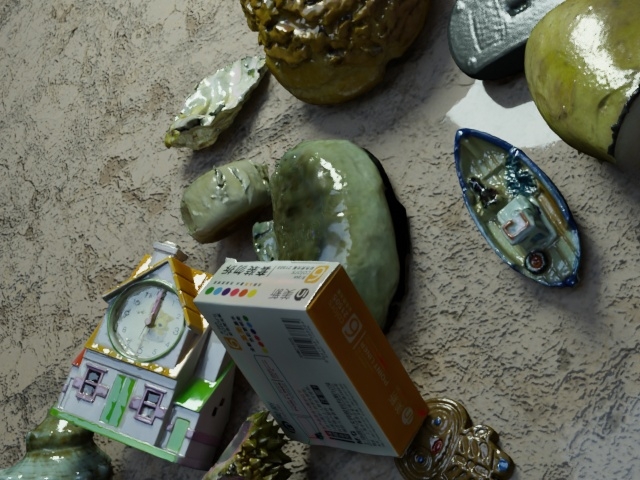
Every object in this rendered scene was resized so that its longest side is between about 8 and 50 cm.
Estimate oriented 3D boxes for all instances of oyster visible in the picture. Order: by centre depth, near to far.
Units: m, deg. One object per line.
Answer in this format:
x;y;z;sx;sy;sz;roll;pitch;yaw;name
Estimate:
-0.166;-0.229;1.785;0.133;0.072;0.209;18;63;46;oyster

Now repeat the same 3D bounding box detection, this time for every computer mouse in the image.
0.301;-0.315;1.455;0.270;0.086;0.137;-25;64;36;computer mouse

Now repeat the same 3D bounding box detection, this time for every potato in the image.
0.366;-0.200;1.290;0.229;0.229;0.266;-51;42;9;potato

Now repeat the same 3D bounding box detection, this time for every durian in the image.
-0.114;0.338;1.455;0.260;0.154;0.186;-40;33;47;durian

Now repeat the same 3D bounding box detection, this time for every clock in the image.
-0.235;0.158;1.584;0.235;0.166;0.309;15;78;20;clock

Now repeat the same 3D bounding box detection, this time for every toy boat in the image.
0.248;-0.046;1.364;0.114;0.115;0.262;-40;53;16;toy boat

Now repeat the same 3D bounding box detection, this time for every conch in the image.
-0.450;0.410;1.669;0.386;0.170;0.203;-65;21;-7;conch

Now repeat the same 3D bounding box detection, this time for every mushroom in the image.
-0.001;0.000;1.513;0.247;0.130;0.344;-3;68;24;mushroom

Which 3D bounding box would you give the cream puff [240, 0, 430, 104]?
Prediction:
0.003;-0.393;1.616;0.327;0.231;0.343;21;85;37;cream puff

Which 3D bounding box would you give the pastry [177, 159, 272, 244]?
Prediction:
-0.145;-0.062;1.647;0.166;0.166;0.088;-34;81;21;pastry

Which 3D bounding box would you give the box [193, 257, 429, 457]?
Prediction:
-0.012;0.152;1.366;0.221;0.274;0.091;2;41;43;box

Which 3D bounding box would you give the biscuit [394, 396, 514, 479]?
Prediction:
0.165;0.270;1.354;0.175;0.026;0.124;21;85;40;biscuit
